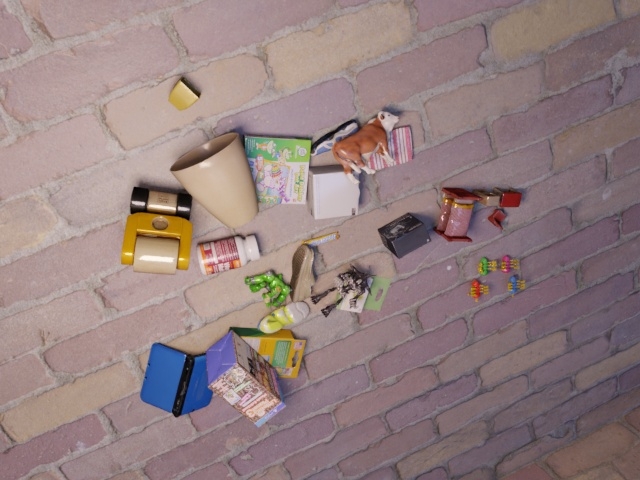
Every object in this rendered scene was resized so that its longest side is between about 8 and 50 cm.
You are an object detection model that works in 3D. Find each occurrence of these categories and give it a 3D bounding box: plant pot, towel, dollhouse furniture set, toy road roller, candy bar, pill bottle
[{"bbox_3d":[-0.457,-0.479,1.529,0.083,0.081,0.081,-40,118,13],"label":"plant pot"},{"bbox_3d":[0.268,-0.364,1.824,0.197,0.029,0.144,-15,114,-8],"label":"towel"},{"bbox_3d":[0.694,-0.113,1.981,0.374,0.152,0.201,-1,112,-16],"label":"dollhouse furniture set"},{"bbox_3d":[-0.550,-0.007,1.573,0.203,0.329,0.240,6,145,-18],"label":"toy road roller"},{"bbox_3d":[0.000,0.000,1.894,0.162,0.018,0.040,-16,115,-9],"label":"candy bar"},{"bbox_3d":[-0.349,0.051,1.751,0.221,0.121,0.121,-13,114,-11],"label":"pill bottle"},{"bbox_3d":[-0.331,-0.188,1.587,0.257,0.256,0.274,-29,118,-4],"label":"plant pot"}]

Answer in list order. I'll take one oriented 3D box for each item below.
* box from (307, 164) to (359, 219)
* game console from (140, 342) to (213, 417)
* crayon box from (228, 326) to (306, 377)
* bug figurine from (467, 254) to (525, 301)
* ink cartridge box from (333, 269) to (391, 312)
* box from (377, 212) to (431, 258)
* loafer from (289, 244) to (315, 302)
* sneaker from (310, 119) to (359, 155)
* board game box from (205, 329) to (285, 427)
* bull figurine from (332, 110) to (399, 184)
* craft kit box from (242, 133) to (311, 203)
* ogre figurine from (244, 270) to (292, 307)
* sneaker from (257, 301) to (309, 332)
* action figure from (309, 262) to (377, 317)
[{"bbox_3d":[0.046,-0.190,1.774,0.182,0.119,0.180,-7,113,-14],"label":"box"},{"bbox_3d":[-0.582,0.569,1.944,0.250,0.173,0.293,-2,116,-50],"label":"game console"},{"bbox_3d":[-0.244,0.484,1.980,0.323,0.083,0.203,7,109,-19],"label":"crayon box"},{"bbox_3d":[0.828,0.178,2.186,0.279,0.072,0.216,-5,106,-10],"label":"bug figurine"},{"bbox_3d":[0.194,0.233,2.028,0.235,0.056,0.171,13,107,-19],"label":"ink cartridge box"},{"bbox_3d":[0.345,-0.022,1.910,0.156,0.158,0.093,-29,116,-5],"label":"box"},{"bbox_3d":[-0.066,0.135,1.888,0.092,0.102,0.268,-2,125,-26],"label":"loafer"},{"bbox_3d":[0.058,-0.367,1.727,0.211,0.080,0.081,-30,115,-3],"label":"sneaker"},{"bbox_3d":[-0.297,0.539,1.811,0.141,0.232,0.291,-39,116,2],"label":"board game box"},{"bbox_3d":[0.184,-0.347,1.697,0.310,0.101,0.188,-33,93,-22],"label":"bull figurine"},{"bbox_3d":[-0.168,-0.261,1.718,0.247,0.061,0.249,-2,112,-19],"label":"craft kit box"},{"bbox_3d":[-0.204,0.191,1.872,0.118,0.097,0.197,-35,103,19],"label":"ogre figurine"},{"bbox_3d":[-0.167,0.321,1.946,0.240,0.126,0.091,-16,87,-38],"label":"sneaker"},{"bbox_3d":[0.103,0.208,1.891,0.276,0.141,0.164,-36,94,10],"label":"action figure"}]
